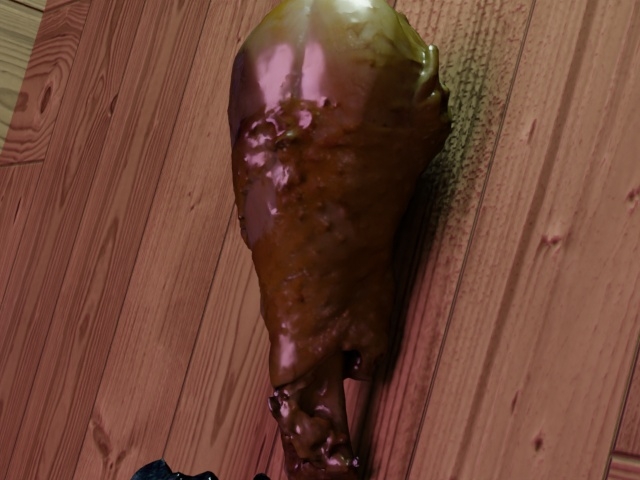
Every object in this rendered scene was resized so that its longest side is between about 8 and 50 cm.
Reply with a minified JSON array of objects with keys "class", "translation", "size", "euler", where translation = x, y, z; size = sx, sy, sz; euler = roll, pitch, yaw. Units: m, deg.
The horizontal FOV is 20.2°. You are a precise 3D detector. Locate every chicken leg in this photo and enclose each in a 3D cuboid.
[{"class":"chicken leg","translation":[0.000,0.000,1.496],"size":[0.295,0.182,0.409],"euler":[163,107,-72]}]

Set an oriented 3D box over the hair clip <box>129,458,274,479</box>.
[{"class":"hair clip","translation":[-0.081,0.305,1.403],"size":[0.206,0.194,0.310],"euler":[121,154,-52]}]
